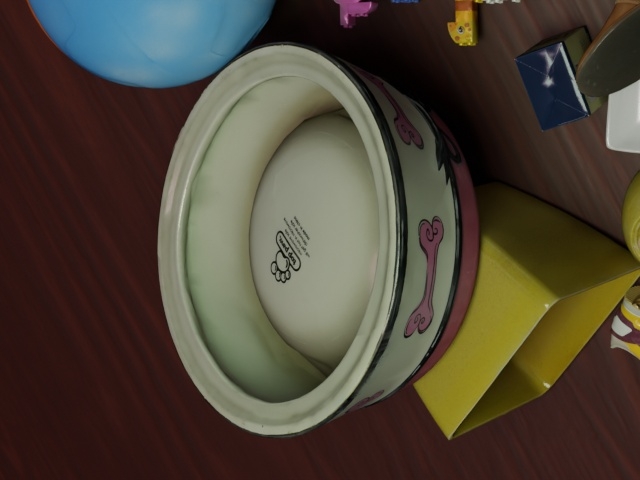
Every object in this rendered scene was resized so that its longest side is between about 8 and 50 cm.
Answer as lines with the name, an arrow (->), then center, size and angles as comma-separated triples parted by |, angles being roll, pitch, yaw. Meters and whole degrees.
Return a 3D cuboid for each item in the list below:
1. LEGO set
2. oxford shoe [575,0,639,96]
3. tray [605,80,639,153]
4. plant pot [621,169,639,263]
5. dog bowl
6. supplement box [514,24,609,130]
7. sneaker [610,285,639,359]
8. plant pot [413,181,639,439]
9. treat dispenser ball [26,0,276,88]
LEGO set -> 0.125, -0.254, 1.682 | 0.227, 0.087, 0.093 | 0, 95, 27
oxford shoe -> 0.327, -0.234, 1.583 | 0.076, 0.076, 0.212 | 30, 108, -35
tray -> 0.425, -0.153, 1.590 | 0.270, 0.030, 0.145 | 7, 102, 25
plant pot -> 0.368, -0.014, 1.642 | 0.134, 0.095, 0.134 | 10, 114, 24
dog bowl -> 0.000, 0.000, 1.672 | 0.408, 0.150, 0.408 | -2, 87, 50
supplement box -> 0.254, -0.170, 1.650 | 0.056, 0.083, 0.083 | -17, 100, 32
sneaker -> 0.401, 0.121, 1.700 | 0.185, 0.069, 0.084 | 30, 129, 21
plant pot -> 0.184, 0.055, 1.711 | 0.187, 0.212, 0.212 | 47, 124, 21
treat dispenser ball -> -0.182, -0.308, 1.704 | 0.288, 0.288, 0.288 | 10, 113, 24
